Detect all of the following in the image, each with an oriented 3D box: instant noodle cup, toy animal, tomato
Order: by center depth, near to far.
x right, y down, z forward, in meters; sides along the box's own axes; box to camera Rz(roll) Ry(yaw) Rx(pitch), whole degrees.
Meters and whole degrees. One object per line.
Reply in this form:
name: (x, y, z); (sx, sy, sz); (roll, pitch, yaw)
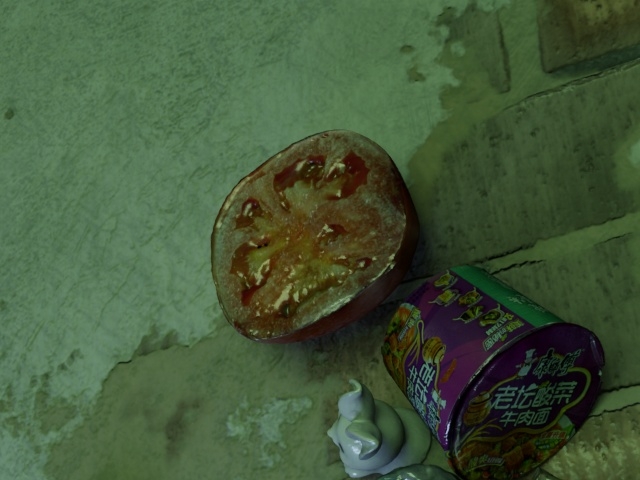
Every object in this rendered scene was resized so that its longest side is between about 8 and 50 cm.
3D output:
instant noodle cup: (0.211, 0.161, 1.835); (0.251, 0.251, 0.190); (-47, 46, 1)
toy animal: (0.052, 0.252, 1.879); (0.130, 0.221, 0.104); (-7, 69, 23)
tomato: (0.006, 0.009, 2.059); (0.338, 0.143, 0.338); (-14, 58, 24)

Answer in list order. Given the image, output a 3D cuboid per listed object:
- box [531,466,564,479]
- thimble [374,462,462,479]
box: (0.297, 0.456, 1.650); (0.190, 0.225, 0.297); (26, 82, 34)
thimble: (0.118, 0.403, 1.801); (0.236, 0.172, 0.205); (-41, 57, 5)
